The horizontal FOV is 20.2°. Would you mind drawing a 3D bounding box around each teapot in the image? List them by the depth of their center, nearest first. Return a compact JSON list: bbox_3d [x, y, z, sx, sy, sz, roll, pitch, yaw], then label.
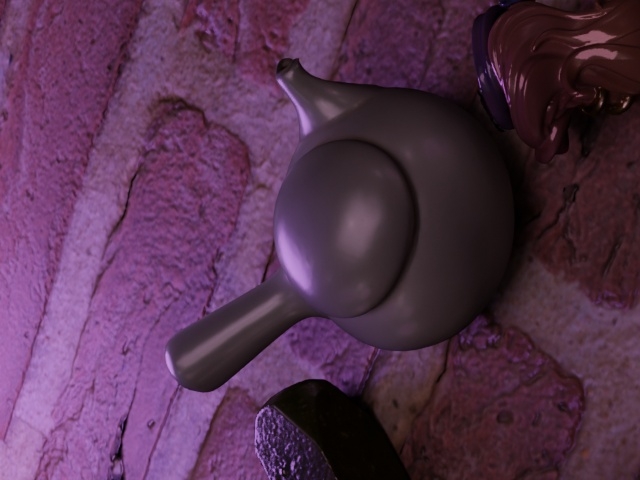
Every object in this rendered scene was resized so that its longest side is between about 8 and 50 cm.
[{"bbox_3d":[0.021,0.026,1.428,0.220,0.149,0.318,40,119,36],"label":"teapot"}]

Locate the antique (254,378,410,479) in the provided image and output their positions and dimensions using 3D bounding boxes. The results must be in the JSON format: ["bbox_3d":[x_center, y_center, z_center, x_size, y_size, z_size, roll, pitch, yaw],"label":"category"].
[{"bbox_3d":[0.024,0.218,1.490,0.080,0.081,0.221,-44,65,37],"label":"antique"}]

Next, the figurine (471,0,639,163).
[{"bbox_3d":[0.180,-0.123,1.284,0.157,0.114,0.126,-3,107,43],"label":"figurine"}]
